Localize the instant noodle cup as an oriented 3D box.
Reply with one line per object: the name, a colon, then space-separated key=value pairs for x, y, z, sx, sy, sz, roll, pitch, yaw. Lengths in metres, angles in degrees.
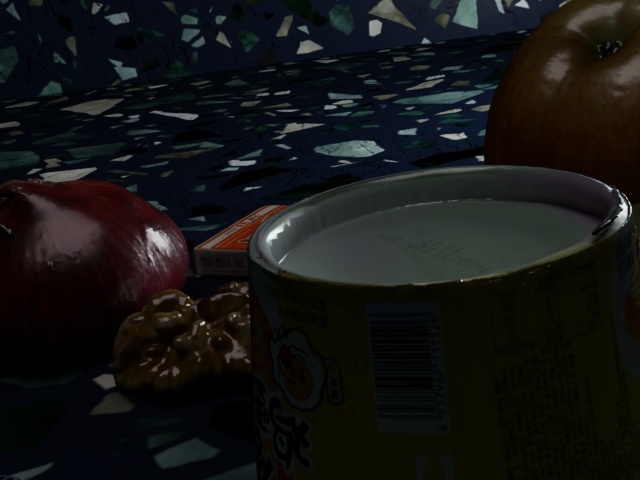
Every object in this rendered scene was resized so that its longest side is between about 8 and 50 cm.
instant noodle cup: x=0.070 y=0.079 z=0.587 sx=0.264 sy=0.200 sz=0.264 roll=-8 pitch=17 yaw=3

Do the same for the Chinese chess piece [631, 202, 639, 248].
Chinese chess piece: x=0.313 y=0.031 z=0.819 sx=0.237 sy=0.092 sz=0.238 roll=-7 pitch=18 yaw=2

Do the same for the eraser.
eraser: x=0.000 y=0.000 z=1.136 sx=0.230 sy=0.038 sz=0.157 roll=2 pitch=19 yaw=28

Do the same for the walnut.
walnut: x=-0.094 y=0.076 z=0.886 sx=0.170 sy=0.069 sz=0.143 roll=-11 pitch=19 yaw=-3

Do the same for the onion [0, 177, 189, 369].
onion: x=-0.240 y=0.021 z=1.003 sx=0.248 sy=0.161 sz=0.248 roll=11 pitch=25 yaw=-5

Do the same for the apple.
apple: x=0.300 y=-0.121 z=1.045 sx=0.277 sy=0.250 sz=0.309 roll=-4 pitch=19 yaw=8

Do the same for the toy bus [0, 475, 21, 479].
toy bus: x=-0.222 y=0.188 z=0.560 sx=0.236 sy=0.079 sz=0.094 roll=-8 pitch=19 yaw=-2
